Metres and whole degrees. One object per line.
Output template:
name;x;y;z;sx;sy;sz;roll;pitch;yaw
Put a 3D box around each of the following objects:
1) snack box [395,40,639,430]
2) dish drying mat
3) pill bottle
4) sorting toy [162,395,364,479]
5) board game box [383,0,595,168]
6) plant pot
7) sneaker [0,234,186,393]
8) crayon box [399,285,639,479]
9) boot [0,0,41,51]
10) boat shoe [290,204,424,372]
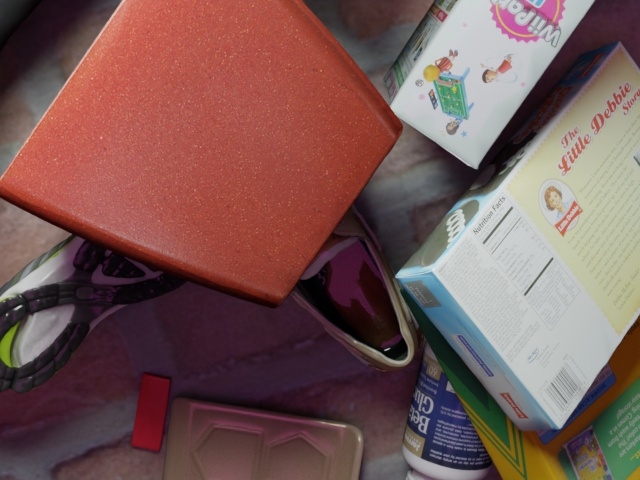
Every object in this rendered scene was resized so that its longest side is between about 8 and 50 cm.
snack box;0.226;-0.010;1.123;0.187;0.060;0.322;51;61;-15
dish drying mat;-0.179;0.182;1.323;0.032;0.008;0.083;11;104;2
pill bottle;0.134;0.187;1.260;0.094;0.094;0.169;12;103;1
sorting toy;-0.067;0.268;1.324;0.208;0.038;0.193;10;103;6
board game box;0.177;-0.230;1.100;0.097;0.224;0.303;33;103;-6
plant pot;-0.084;-0.089;1.056;0.235;0.267;0.267;36;92;-6
sneaker;-0.230;0.027;1.243;0.300;0.121;0.111;-34;111;-9
crayon box;0.237;0.128;1.193;0.203;0.083;0.323;-34;100;-31
boot;-0.254;-0.219;1.067;0.445;0.146;0.367;-41;53;16
boat shoe;0.000;0.000;1.214;0.113;0.103;0.302;-41;100;1
